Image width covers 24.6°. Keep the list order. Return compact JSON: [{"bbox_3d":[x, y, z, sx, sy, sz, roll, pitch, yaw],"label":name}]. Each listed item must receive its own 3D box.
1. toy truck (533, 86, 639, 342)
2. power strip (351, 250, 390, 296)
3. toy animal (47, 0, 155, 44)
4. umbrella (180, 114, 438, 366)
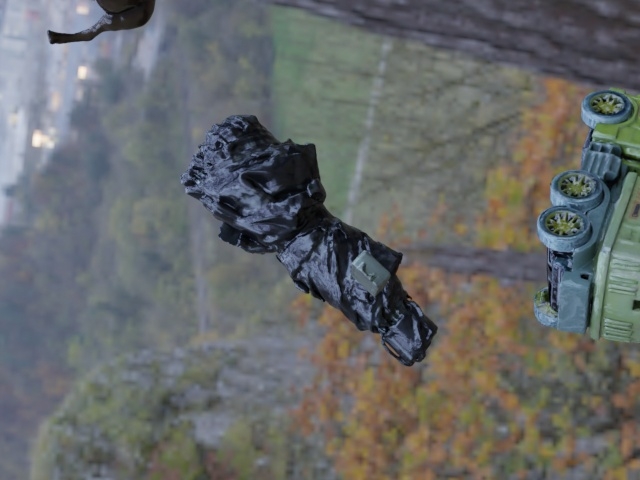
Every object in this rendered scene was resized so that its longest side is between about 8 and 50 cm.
[{"bbox_3d":[0.212,-0.015,0.963,0.191,0.116,0.085,-61,-23,-44],"label":"toy truck"},{"bbox_3d":[0.036,0.025,1.087,0.017,0.027,0.083,-44,-5,-4],"label":"power strip"},{"bbox_3d":[-0.193,-0.275,1.392,0.214,0.186,0.094,71,-166,-67],"label":"toy animal"},{"bbox_3d":[0.005,-0.010,1.620,0.128,0.336,0.154,-45,-15,-56],"label":"umbrella"}]
